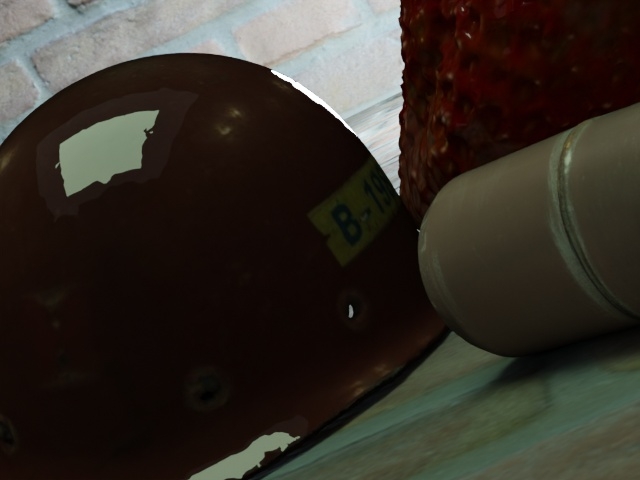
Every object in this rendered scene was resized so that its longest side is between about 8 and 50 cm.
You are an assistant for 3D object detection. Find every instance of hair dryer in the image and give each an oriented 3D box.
[{"bbox_3d":[0.220,-0.036,0.889,0.189,0.106,0.344,-23,-1,43],"label":"hair dryer"}]

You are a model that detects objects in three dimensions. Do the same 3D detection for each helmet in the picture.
[{"bbox_3d":[-0.106,0.001,1.032,0.338,0.230,0.385,-13,15,26],"label":"helmet"}]

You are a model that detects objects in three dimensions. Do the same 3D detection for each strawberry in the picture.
[{"bbox_3d":[0.161,-0.137,1.198,0.312,0.267,0.351,-43,-8,-48],"label":"strawberry"}]
